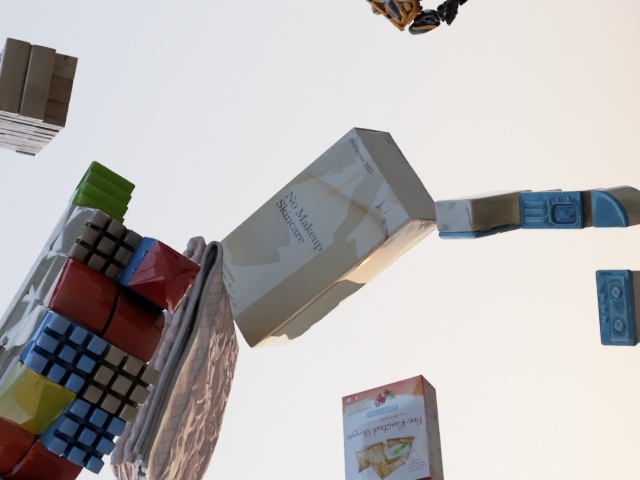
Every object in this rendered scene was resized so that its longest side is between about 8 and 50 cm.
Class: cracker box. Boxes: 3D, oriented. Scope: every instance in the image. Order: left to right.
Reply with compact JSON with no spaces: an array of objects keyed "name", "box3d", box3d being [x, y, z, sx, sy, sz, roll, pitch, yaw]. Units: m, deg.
[{"name":"cracker box","box3d":[0.120,0.353,2.248,0.067,0.155,0.232,46,-148,-47]}]

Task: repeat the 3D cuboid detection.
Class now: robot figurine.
[{"name":"robot figurine","box3d":[0.162,-0.446,2.099,0.211,0.291,0.085,40,-141,-4]}]

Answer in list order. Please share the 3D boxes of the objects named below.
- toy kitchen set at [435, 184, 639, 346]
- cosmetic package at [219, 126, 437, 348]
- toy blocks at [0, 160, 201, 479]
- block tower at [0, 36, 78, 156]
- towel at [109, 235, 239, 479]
[{"name":"toy kitchen set","box3d":[0.246,0.029,1.467,0.122,0.207,0.166,-10,-83,-46]},{"name":"cosmetic package","box3d":[0.000,0.000,1.868,0.113,0.309,0.160,0,-127,-59]},{"name":"toy blocks","box3d":[-0.229,0.118,1.178,0.190,0.261,0.381,33,-98,-19]},{"name":"block tower","box3d":[-0.384,-0.176,1.740,0.335,0.090,0.097,175,107,-72]},{"name":"towel","box3d":[-0.172,0.208,1.718,0.317,0.053,0.332,87,-163,-56]}]
